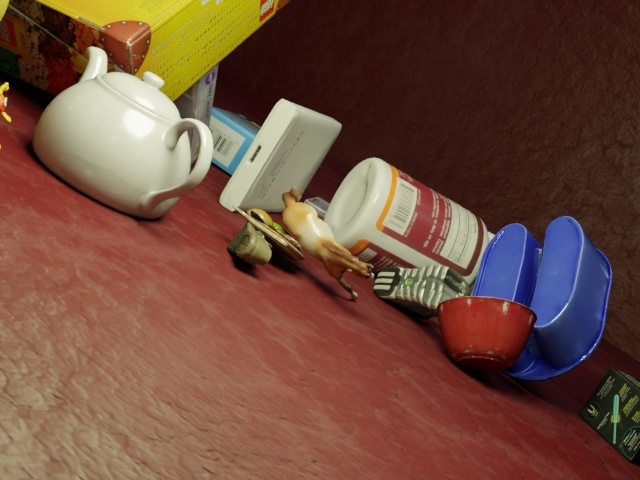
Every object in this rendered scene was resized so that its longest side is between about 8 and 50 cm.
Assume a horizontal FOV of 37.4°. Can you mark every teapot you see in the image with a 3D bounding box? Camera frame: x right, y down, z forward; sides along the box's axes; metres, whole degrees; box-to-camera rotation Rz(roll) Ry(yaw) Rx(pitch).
[{"bbox_3d":[-0.286,-0.162,1.410,0.256,0.187,0.252,31,10,-9],"label":"teapot"}]

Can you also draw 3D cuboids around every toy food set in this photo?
[{"bbox_3d":[-0.075,-0.014,1.606,0.132,0.038,0.192,35,-7,14],"label":"toy food set"}]

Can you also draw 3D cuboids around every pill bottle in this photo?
[{"bbox_3d":[0.221,0.003,2.059,0.392,0.224,0.224,29,10,-21],"label":"pill bottle"}]

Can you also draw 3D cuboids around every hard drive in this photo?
[{"bbox_3d":[-0.073,-0.164,1.943,0.047,0.233,0.353,34,10,13],"label":"hard drive"}]

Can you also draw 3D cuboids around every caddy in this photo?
[{"bbox_3d":[0.446,0.116,1.890,0.241,0.341,0.179,-8,-43,36],"label":"caddy"}]

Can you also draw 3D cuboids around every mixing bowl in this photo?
[{"bbox_3d":[0.293,0.176,1.688,0.181,0.098,0.181,7,-23,3],"label":"mixing bowl"}]

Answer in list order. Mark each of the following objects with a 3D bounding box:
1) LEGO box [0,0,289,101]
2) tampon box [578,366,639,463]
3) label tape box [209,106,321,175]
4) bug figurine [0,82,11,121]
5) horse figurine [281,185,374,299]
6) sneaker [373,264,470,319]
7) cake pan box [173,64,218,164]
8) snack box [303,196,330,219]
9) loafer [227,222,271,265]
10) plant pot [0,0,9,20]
[{"bbox_3d":[-0.335,-0.465,1.731,0.372,0.193,0.500,27,51,18],"label":"LEGO box"},{"bbox_3d":[0.615,0.349,1.855,0.101,0.120,0.161,25,12,-33],"label":"tampon box"},{"bbox_3d":[-0.155,-0.208,2.289,0.249,0.115,0.347,33,7,7],"label":"label tape box"},{"bbox_3d":[-0.508,-0.196,1.231,0.216,0.072,0.279,28,11,-21],"label":"bug figurine"},{"bbox_3d":[0.000,0.000,1.651,0.263,0.066,0.174,50,-4,21],"label":"horse figurine"},{"bbox_3d":[0.222,0.108,1.820,0.228,0.086,0.132,8,-22,49],"label":"sneaker"},{"bbox_3d":[-0.330,-0.314,1.908,0.245,0.267,0.070,32,51,14],"label":"cake pan box"},{"bbox_3d":[0.001,-0.084,2.409,0.064,0.022,0.178,34,10,6],"label":"snack box"},{"bbox_3d":[-0.110,0.012,1.490,0.050,0.056,0.148,41,5,-14],"label":"loafer"},{"bbox_3d":[-0.638,-0.400,1.416,0.254,0.254,0.239,32,26,4],"label":"plant pot"}]
